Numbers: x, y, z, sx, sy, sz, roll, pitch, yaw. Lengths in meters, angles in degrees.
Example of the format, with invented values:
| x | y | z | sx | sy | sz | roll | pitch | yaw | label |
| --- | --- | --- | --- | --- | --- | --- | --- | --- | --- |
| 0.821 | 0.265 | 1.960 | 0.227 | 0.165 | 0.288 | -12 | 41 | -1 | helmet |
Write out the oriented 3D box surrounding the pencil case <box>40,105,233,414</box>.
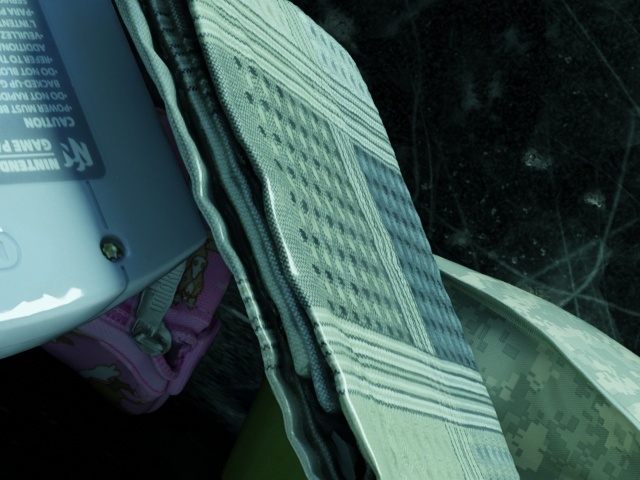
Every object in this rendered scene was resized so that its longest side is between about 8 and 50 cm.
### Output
| x | y | z | sx | sy | sz | roll | pitch | yaw | label |
| --- | --- | --- | --- | --- | --- | --- | --- | --- | --- |
| -0.212 | -0.052 | 0.815 | 0.386 | 0.160 | 0.167 | 29 | -24 | -28 | pencil case |

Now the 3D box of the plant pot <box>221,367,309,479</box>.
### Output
| x | y | z | sx | sy | sz | roll | pitch | yaw | label |
| --- | --- | --- | --- | --- | --- | --- | --- | --- | --- |
| -0.012 | 0.107 | 0.889 | 0.083 | 0.079 | 0.083 | 33 | 6 | -4 | plant pot |

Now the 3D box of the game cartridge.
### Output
| x | y | z | sx | sy | sz | roll | pitch | yaw | label |
| --- | --- | --- | --- | --- | --- | --- | --- | --- | --- |
| -0.186 | -0.041 | 0.664 | 0.297 | 0.062 | 0.198 | -6 | 72 | -49 | game cartridge |

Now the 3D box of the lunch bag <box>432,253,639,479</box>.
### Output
| x | y | z | sx | sy | sz | roll | pitch | yaw | label |
| --- | --- | --- | --- | --- | --- | --- | --- | --- | --- |
| 0.168 | 0.149 | 1.042 | 0.287 | 0.169 | 0.235 | 32 | 5 | 36 | lunch bag |

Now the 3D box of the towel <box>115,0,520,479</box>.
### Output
| x | y | z | sx | sy | sz | roll | pitch | yaw | label |
| --- | --- | --- | --- | --- | --- | --- | --- | --- | --- |
| 0.000 | 0.000 | 0.832 | 0.312 | 0.056 | 0.324 | 69 | 13 | 17 | towel |
